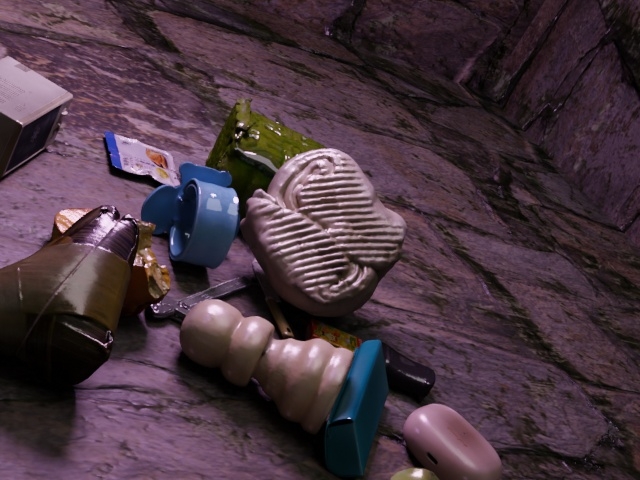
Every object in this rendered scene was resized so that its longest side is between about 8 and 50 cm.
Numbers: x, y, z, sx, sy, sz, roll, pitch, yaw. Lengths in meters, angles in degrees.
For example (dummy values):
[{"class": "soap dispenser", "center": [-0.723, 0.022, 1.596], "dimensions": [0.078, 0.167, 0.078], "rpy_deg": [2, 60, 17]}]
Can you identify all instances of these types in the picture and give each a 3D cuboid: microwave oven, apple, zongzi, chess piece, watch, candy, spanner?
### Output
[{"class": "microwave oven", "center": [-0.638, -0.250, 2.079], "dimensions": [0.194, 0.145, 0.240], "rpy_deg": [28, 24, -1]}, {"class": "apple", "center": [-0.346, 0.053, 1.831], "dimensions": [0.156, 0.147, 0.158], "rpy_deg": [76, 0, -80]}, {"class": "zongzi", "center": [-0.456, 0.045, 1.619], "dimensions": [0.318, 0.154, 0.289], "rpy_deg": [21, 50, -18]}, {"class": "chess piece", "center": [-0.107, 0.209, 1.835], "dimensions": [0.300, 0.167, 0.167], "rpy_deg": [25, 24, 2]}, {"class": "watch", "center": [-0.239, -0.047, 2.096], "dimensions": [0.211, 0.211, 0.193], "rpy_deg": [19, 9, -26]}, {"class": "candy", "center": [0.027, 0.208, 2.097], "dimensions": [0.122, 0.038, 0.062], "rpy_deg": [24, 25, -15]}, {"class": "spanner", "center": [-0.227, 0.110, 2.014], "dimensions": [0.093, 0.026, 0.325], "rpy_deg": [38, 24, 16]}]

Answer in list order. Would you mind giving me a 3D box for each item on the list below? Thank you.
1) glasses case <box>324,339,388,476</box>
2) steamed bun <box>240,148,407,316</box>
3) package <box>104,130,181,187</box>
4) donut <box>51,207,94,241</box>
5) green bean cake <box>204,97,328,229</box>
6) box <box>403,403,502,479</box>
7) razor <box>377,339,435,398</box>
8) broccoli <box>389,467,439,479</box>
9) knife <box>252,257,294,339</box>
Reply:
[{"class": "glasses case", "center": [0.065, 0.297, 1.892], "dimensions": [0.070, 0.117, 0.301], "rpy_deg": [-3, 19, 16]}, {"class": "steamed bun", "center": [-0.007, 0.006, 2.186], "dimensions": [0.324, 0.219, 0.310], "rpy_deg": [46, 64, 6]}, {"class": "package", "center": [-0.399, -0.180, 2.357], "dimensions": [0.173, 0.027, 0.171], "rpy_deg": [20, 26, -30]}, {"class": "donut", "center": [-0.429, -0.002, 1.950], "dimensions": [0.152, 0.058, 0.152], "rpy_deg": [24, 25, -12]}, {"class": "green bean cake", "center": [-0.095, -0.150, 2.425], "dimensions": [0.319, 0.218, 0.335], "rpy_deg": [24, 27, -16]}, {"class": "box", "center": [0.245, 0.389, 1.941], "dimensions": [0.200, 0.088, 0.146], "rpy_deg": [45, 29, 26]}, {"class": "razor", "center": [0.162, 0.263, 2.126], "dimensions": [0.148, 0.054, 0.090], "rpy_deg": [29, 25, -7]}, {"class": "broccoli", "center": [0.231, 0.518, 1.595], "dimensions": [0.353, 0.275, 0.397], "rpy_deg": [52, 6, 4]}, {"class": "knife", "center": [-0.099, 0.116, 2.154], "dimensions": [0.047, 0.017, 0.298], "rpy_deg": [18, 24, -30]}]
